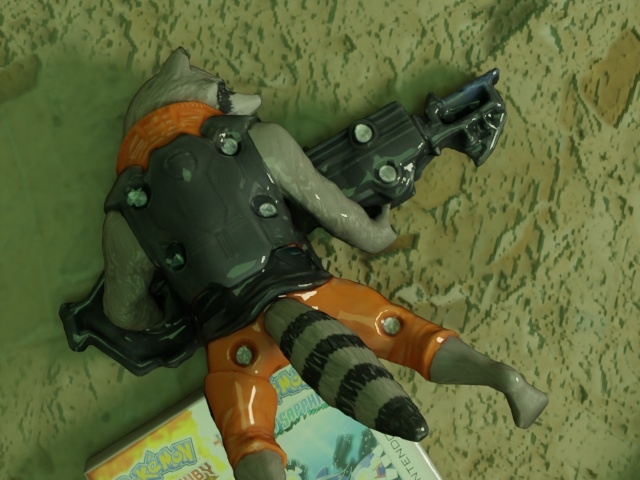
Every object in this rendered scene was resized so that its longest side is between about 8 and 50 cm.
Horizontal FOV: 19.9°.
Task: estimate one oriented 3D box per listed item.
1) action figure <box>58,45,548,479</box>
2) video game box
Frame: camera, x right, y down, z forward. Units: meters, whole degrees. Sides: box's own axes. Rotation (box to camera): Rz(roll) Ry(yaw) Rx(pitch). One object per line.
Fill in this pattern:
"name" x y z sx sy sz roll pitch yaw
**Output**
"action figure" 0.000 0.000 1.145 0.341 0.178 0.330 -37 69 -4
"video game box" -0.026 0.175 1.241 0.205 0.048 0.187 -33 94 -1
